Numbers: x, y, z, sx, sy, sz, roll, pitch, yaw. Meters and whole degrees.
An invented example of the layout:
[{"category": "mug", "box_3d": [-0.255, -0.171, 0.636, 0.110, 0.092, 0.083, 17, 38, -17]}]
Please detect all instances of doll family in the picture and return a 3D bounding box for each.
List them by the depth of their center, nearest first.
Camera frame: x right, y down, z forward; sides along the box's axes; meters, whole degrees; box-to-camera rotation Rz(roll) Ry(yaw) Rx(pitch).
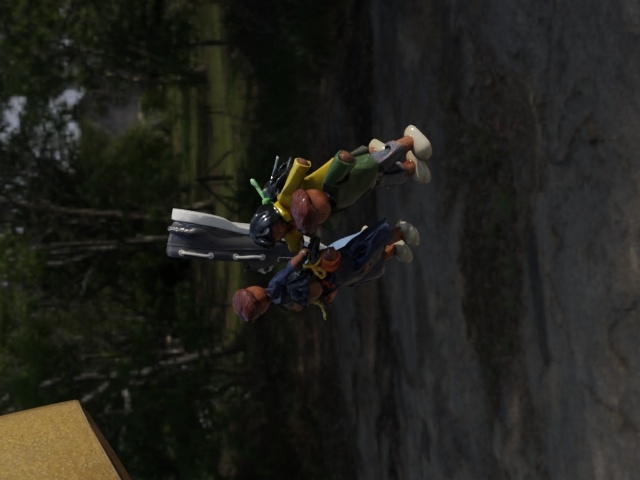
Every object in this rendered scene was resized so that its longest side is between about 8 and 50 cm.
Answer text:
[{"category": "doll family", "box_3d": [0.000, 0.000, 0.548, 0.076, 0.111, 0.193, 44, 152, 33]}]

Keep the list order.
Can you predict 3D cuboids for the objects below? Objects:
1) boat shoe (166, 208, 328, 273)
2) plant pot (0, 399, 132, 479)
[{"category": "boat shoe", "box_3d": [-0.054, 0.006, 0.643, 0.046, 0.125, 0.038, 18, 96, 65]}, {"category": "plant pot", "box_3d": [-0.208, 0.198, 0.437, 0.237, 0.254, 0.237, 50, 162, 24]}]
